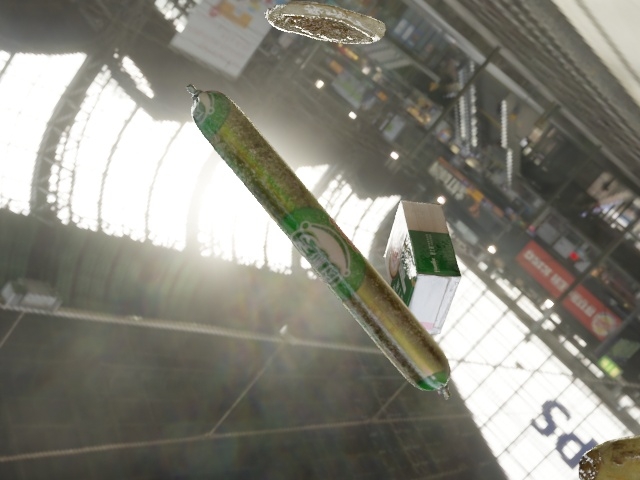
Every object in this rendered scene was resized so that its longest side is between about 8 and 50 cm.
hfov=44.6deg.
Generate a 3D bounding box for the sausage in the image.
[{"bbox_3d":[0.000,0.000,0.515,0.269,0.033,0.033,50,-164,1],"label":"sausage"}]

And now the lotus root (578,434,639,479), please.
[{"bbox_3d":[0.506,0.333,1.137,0.258,0.110,0.097,7,-175,-3],"label":"lotus root"}]

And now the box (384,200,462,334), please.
[{"bbox_3d":[0.169,0.043,1.322,0.081,0.135,0.199,7,-142,-7],"label":"box"}]

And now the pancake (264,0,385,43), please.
[{"bbox_3d":[0.006,-0.265,0.953,0.151,0.025,0.151,10,-173,-1],"label":"pancake"}]
